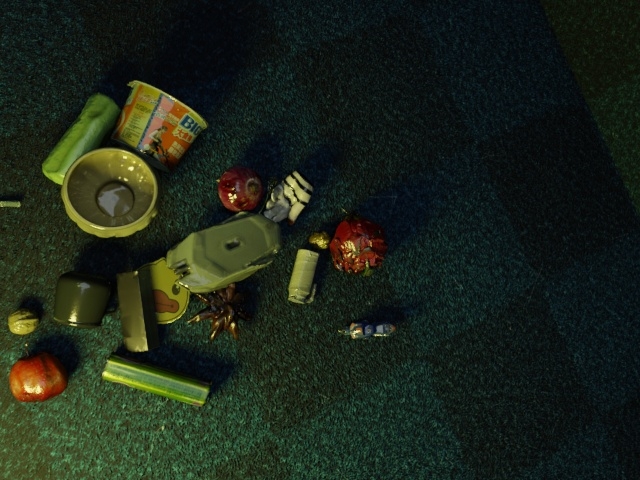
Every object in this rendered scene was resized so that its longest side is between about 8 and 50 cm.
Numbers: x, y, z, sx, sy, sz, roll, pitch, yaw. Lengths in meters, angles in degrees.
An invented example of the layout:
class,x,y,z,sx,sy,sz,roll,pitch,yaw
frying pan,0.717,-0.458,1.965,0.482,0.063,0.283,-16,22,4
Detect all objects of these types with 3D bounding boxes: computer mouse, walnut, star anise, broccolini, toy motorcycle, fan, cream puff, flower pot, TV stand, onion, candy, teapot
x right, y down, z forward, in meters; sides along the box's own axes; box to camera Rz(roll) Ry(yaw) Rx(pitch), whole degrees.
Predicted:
class,x,y,z,sx,sy,sz,roll,pitch,yaw
computer mouse,-0.329,0.048,1.834,0.429,0.145,0.228,-24,74,-28
walnut,-0.957,0.260,1.668,0.092,0.092,0.091,2,81,-16
star anise,-0.338,0.228,1.819,0.272,0.103,0.271,10,73,-37
broccolini,-0.211,-0.146,1.983,0.044,0.042,0.217,20,83,-15
toy motorcycle,0.175,0.341,1.979,0.205,0.114,0.075,1,81,-16
fan,-0.564,0.222,1.785,0.230,0.011,0.334,9,93,10
cream puff,0.000,0.000,2.001,0.083,0.058,0.083,47,115,10
flower pot,-0.687,-0.150,1.726,0.308,0.244,0.307,3,81,-18
TV stand,-0.619,0.237,1.749,0.088,0.083,0.269,-9,87,12
onion,-0.293,-0.187,1.901,0.178,0.153,0.177,14,63,-29
candy,-0.813,-0.344,1.770,0.132,0.142,0.343,26,75,-3
teapot,-0.056,0.143,1.964,0.107,0.077,0.200,22,75,-33

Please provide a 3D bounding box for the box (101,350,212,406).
class,x,y,z,sx,sy,sz,roll,pitch,yaw
box,-0.542,0.465,1.736,0.346,0.134,0.097,21,75,-12

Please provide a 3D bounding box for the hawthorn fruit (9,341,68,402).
class,x,y,z,sx,sy,sz,roll,pitch,yaw
hawthorn fruit,-0.893,0.413,1.628,0.157,0.157,0.193,-21,86,-19

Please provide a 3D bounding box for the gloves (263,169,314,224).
class,x,y,z,sx,sy,sz,roll,pitch,yaw
gloves,-0.128,-0.153,1.969,0.140,0.131,0.218,40,100,-17

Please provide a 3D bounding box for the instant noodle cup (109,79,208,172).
class,x,y,z,sx,sy,sz,roll,pitch,yaw
instant noodle cup,-0.567,-0.379,1.788,0.297,0.296,0.213,27,83,-11

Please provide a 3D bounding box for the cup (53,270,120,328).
class,x,y,z,sx,sy,sz,roll,pitch,yaw
cup,-0.758,0.200,1.706,0.223,0.169,0.176,17,80,-44

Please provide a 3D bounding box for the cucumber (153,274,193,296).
class,x,y,z,sx,sy,sz,roll,pitch,yaw
cucumber,-0.513,0.171,1.825,0.117,0.062,0.115,-33,90,-1

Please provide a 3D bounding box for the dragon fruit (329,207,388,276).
class,x,y,z,sx,sy,sz,roll,pitch,yaw
dragon fruit,0.133,-0.002,1.990,0.234,0.233,0.293,-15,56,-18

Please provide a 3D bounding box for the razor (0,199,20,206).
class,x,y,z,sx,sy,sz,roll,pitch,yaw
razor,-1.097,-0.118,1.705,0.191,0.037,0.068,-8,127,-21
